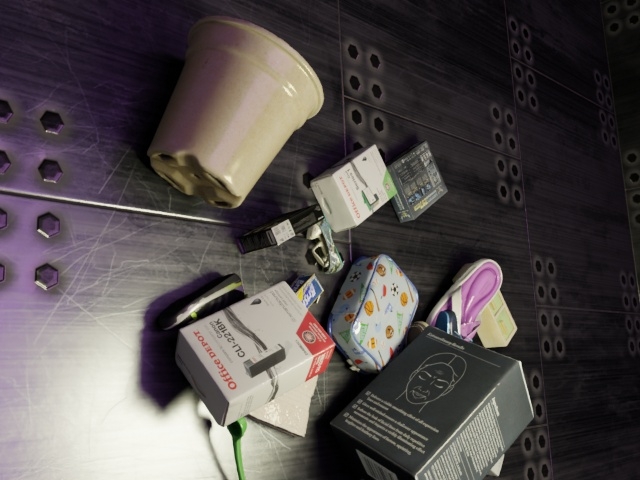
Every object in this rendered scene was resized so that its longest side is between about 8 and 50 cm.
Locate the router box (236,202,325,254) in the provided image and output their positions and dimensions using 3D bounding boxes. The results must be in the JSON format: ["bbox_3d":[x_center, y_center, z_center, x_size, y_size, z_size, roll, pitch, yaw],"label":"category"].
[{"bbox_3d":[-0.094,-0.029,1.646,0.179,0.133,0.046,-30,102,-44],"label":"router box"}]

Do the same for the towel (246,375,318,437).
[{"bbox_3d":[-0.116,0.328,1.599,0.282,0.049,0.187,33,59,-35],"label":"towel"}]

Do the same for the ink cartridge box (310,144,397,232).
[{"bbox_3d":[0.094,-0.144,1.889,0.219,0.092,0.160,-40,108,-43],"label":"ink cartridge box"}]

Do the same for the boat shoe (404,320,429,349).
[{"bbox_3d":[0.277,0.373,1.947,0.092,0.102,0.285,4,84,-49],"label":"boat shoe"}]

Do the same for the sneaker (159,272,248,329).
[{"bbox_3d":[-0.239,0.153,1.493,0.234,0.084,0.097,-31,103,-44],"label":"sneaker"}]

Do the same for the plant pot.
[{"bbox_3d":[-0.207,-0.252,1.488,0.334,0.333,0.305,39,67,-32],"label":"plant pot"}]

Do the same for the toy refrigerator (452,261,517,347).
[{"bbox_3d":[0.543,0.210,2.255,0.102,0.094,0.270,-41,110,-43],"label":"toy refrigerator"}]

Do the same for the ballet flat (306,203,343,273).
[{"bbox_3d":[0.000,0.000,1.787,0.070,0.070,0.188,-28,97,-45],"label":"ballet flat"}]

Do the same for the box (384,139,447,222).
[{"bbox_3d":[0.287,-0.184,2.117,0.232,0.059,0.183,-37,107,-44],"label":"box"}]

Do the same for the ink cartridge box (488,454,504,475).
[{"bbox_3d":[0.435,0.616,2.025,0.175,0.127,0.072,43,56,-28],"label":"ink cartridge box"}]

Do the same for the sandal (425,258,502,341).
[{"bbox_3d":[0.434,0.222,2.077,0.169,0.102,0.416,40,71,-21],"label":"sandal"}]

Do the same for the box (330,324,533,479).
[{"bbox_3d":[0.279,0.443,1.701,0.395,0.293,0.212,-39,124,-25],"label":"box"}]

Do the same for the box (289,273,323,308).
[{"bbox_3d":[-0.066,0.152,1.683,0.169,0.059,0.054,-47,115,-40],"label":"box"}]

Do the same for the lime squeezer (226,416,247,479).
[{"bbox_3d":[-0.164,0.374,1.489,0.110,0.058,0.310,37,64,-60],"label":"lime squeezer"}]

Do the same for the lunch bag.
[{"bbox_3d":[0.146,0.207,1.847,0.243,0.115,0.303,50,51,-32],"label":"lunch bag"}]

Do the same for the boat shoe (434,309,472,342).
[{"bbox_3d":[0.380,0.317,1.986,0.089,0.109,0.258,-6,110,-12],"label":"boat shoe"}]

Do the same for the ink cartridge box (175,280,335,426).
[{"bbox_3d":[-0.140,0.233,1.451,0.272,0.114,0.197,-24,60,-31],"label":"ink cartridge box"}]
